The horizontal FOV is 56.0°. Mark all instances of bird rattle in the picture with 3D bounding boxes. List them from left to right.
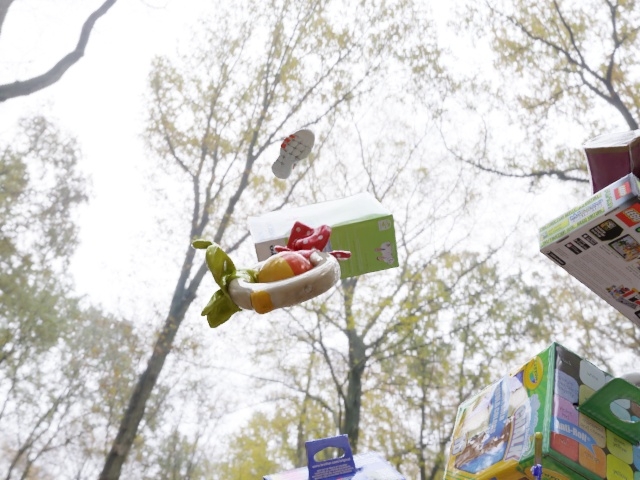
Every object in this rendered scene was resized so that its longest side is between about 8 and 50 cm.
[{"bbox_3d":[-0.054,0.058,0.894,0.253,0.207,0.143,-9,-77,-26],"label":"bird rattle"}]

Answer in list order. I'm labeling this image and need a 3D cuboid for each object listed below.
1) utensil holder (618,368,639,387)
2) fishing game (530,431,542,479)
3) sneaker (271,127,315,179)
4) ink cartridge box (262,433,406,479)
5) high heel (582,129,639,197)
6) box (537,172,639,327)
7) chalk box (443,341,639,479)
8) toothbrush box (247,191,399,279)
[{"bbox_3d":[0.693,0.312,0.885,0.385,0.328,0.328,-12,-49,-3],"label":"utensil holder"},{"bbox_3d":[0.179,0.312,0.525,0.041,0.264,0.189,1,-37,20],"label":"fishing game"},{"bbox_3d":[-0.055,-0.197,1.289,0.061,0.065,0.158,39,-42,-9],"label":"sneaker"},{"bbox_3d":[0.029,0.606,1.222,0.269,0.151,0.396,-3,-81,-24],"label":"ink cartridge box"},{"bbox_3d":[0.481,-0.038,0.688,0.127,0.377,0.181,-28,-71,-18],"label":"high heel"},{"bbox_3d":[0.344,0.026,0.636,0.207,0.036,0.114,34,-46,-20],"label":"box"},{"bbox_3d":[0.323,0.276,0.801,0.180,0.179,0.289,31,-44,-4],"label":"chalk box"},{"bbox_3d":[0.000,0.000,1.280,0.283,0.206,0.122,-13,-71,-6],"label":"toothbrush box"}]
